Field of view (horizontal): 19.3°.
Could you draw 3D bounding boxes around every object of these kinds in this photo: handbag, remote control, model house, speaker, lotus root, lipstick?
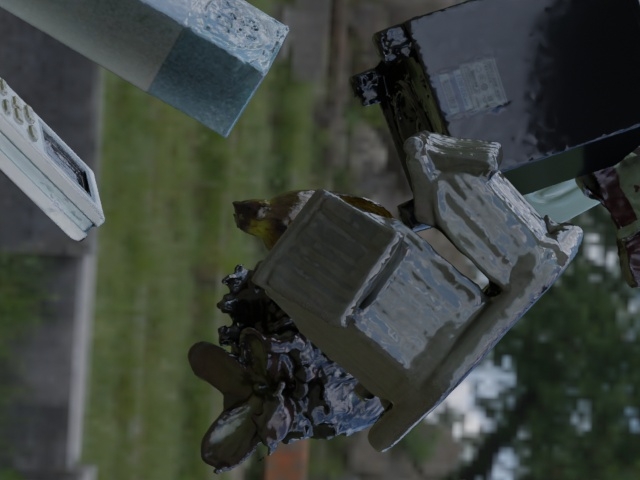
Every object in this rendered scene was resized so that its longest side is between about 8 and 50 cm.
[{"bbox_3d":[0.403,-0.060,2.031,0.127,0.235,0.213,115,-40,-57],"label":"handbag"},{"bbox_3d":[-0.342,-0.122,2.065,0.277,0.055,0.103,47,12,-33],"label":"remote control"},{"bbox_3d":[0.067,0.026,1.374,0.229,0.188,0.122,-47,-168,0],"label":"model house"},{"bbox_3d":[0.182,-0.141,1.853,0.232,0.254,0.184,123,-52,-78],"label":"speaker"},{"bbox_3d":[0.000,0.000,1.809,0.094,0.191,0.108,19,-91,47],"label":"lotus root"},{"bbox_3d":[-0.177,-0.185,1.240,0.068,0.317,0.066,-54,-172,40],"label":"lipstick"}]

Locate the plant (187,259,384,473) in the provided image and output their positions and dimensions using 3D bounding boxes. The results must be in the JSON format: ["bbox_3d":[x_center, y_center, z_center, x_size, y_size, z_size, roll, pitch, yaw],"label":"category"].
[{"bbox_3d":[-0.027,0.121,2.010,0.178,0.234,0.204,37,-59,45],"label":"plant"}]

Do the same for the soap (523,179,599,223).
[{"bbox_3d":[0.266,-0.119,2.494,0.160,0.265,0.087,-32,-133,45],"label":"soap"}]
